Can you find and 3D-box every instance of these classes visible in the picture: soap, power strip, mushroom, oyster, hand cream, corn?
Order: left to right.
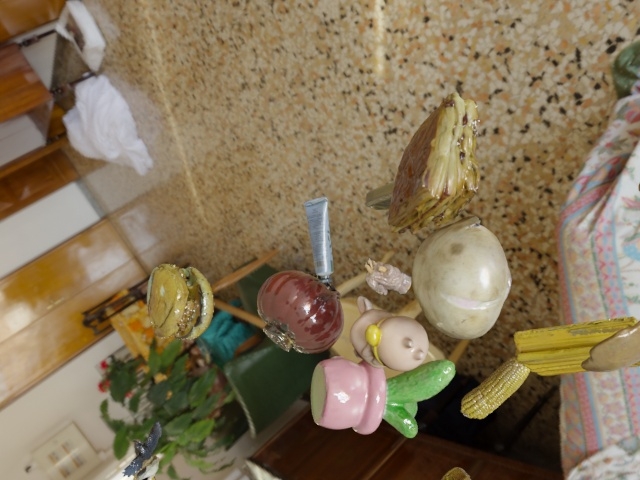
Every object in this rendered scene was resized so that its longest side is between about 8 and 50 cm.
[{"bbox_3d":[-0.317,0.445,1.060,0.146,0.045,0.121,-95,13,-48],"label":"oyster"},{"bbox_3d":[0.000,0.000,1.743,0.088,0.055,0.255,-12,85,38],"label":"hand cream"},{"bbox_3d":[0.232,-0.144,1.907,0.387,0.092,0.066,171,107,-77],"label":"power strip"},{"bbox_3d":[0.291,0.075,1.177,0.184,0.254,0.255,10,152,-9],"label":"mushroom"},{"bbox_3d":[0.585,0.488,1.929,0.101,0.101,0.291,44,114,18],"label":"corn"},{"bbox_3d":[0.707,0.287,1.553,0.325,0.096,0.204,-16,150,35],"label":"soap"}]

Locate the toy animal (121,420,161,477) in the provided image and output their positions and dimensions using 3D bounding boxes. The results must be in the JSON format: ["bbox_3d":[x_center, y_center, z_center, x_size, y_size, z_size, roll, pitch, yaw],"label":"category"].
[{"bbox_3d":[-0.522,0.631,1.714,0.062,0.220,0.107,4,111,11],"label":"toy animal"}]

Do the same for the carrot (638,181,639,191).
[{"bbox_3d":[0.761,-0.157,1.285,0.061,0.210,0.061,37,146,30],"label":"carrot"}]

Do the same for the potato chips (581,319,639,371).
[{"bbox_3d":[0.598,0.201,1.113,0.195,0.208,0.061,-50,58,24],"label":"potato chips"}]

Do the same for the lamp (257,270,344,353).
[{"bbox_3d":[-0.063,0.230,1.894,0.303,0.257,0.303,36,161,15],"label":"lamp"}]

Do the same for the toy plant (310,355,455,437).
[{"bbox_3d":[0.161,0.429,1.633,0.357,0.210,0.317,12,136,-10],"label":"toy plant"}]

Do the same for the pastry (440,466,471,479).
[{"bbox_3d":[0.377,0.686,1.621,0.109,0.097,0.057,28,-170,-40],"label":"pastry"}]

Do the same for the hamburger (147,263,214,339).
[{"bbox_3d":[-0.327,0.140,1.344,0.186,0.114,0.176,-2,91,54],"label":"hamburger"}]

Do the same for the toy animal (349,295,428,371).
[{"bbox_3d":[0.163,0.240,1.404,0.165,0.149,0.248,60,165,-18],"label":"toy animal"}]

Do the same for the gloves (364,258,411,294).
[{"bbox_3d":[0.194,0.115,1.702,0.144,0.094,0.110,16,-177,6],"label":"gloves"}]

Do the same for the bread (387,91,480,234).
[{"bbox_3d":[0.308,-0.178,1.500,0.167,0.324,0.277,23,154,-9],"label":"bread"}]
